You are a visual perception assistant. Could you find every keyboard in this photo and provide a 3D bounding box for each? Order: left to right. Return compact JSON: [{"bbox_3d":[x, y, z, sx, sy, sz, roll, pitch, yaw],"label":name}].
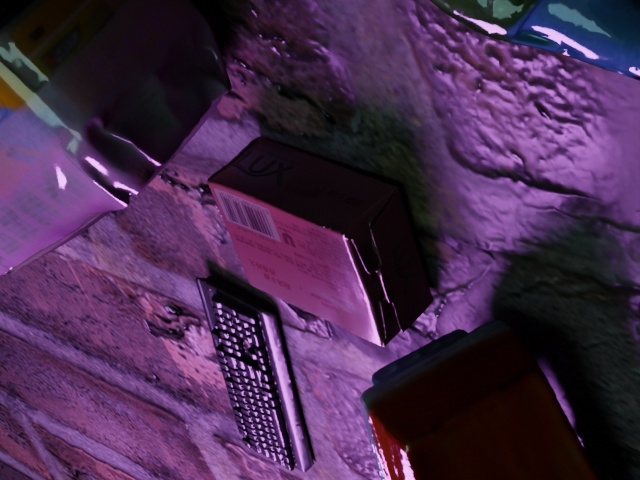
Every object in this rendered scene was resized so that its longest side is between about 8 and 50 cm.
[{"bbox_3d":[-0.061,0.125,1.231,0.093,0.025,0.230,25,145,32],"label":"keyboard"}]

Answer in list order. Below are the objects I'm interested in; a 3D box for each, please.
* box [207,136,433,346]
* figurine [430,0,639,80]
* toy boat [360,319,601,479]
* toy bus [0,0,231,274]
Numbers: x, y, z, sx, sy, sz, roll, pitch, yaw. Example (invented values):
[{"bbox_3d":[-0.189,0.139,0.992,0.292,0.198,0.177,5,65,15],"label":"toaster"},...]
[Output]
[{"bbox_3d":[0.000,0.000,0.950,0.156,0.060,0.111,25,145,41],"label":"box"},{"bbox_3d":[0.109,-0.178,0.516,0.185,0.127,0.234,34,140,14],"label":"figurine"},{"bbox_3d":[0.130,0.206,0.957,0.332,0.145,0.133,65,171,-26],"label":"toy boat"},{"bbox_3d":[-0.199,-0.094,1.012,0.162,0.171,0.386,43,153,-13],"label":"toy bus"}]
